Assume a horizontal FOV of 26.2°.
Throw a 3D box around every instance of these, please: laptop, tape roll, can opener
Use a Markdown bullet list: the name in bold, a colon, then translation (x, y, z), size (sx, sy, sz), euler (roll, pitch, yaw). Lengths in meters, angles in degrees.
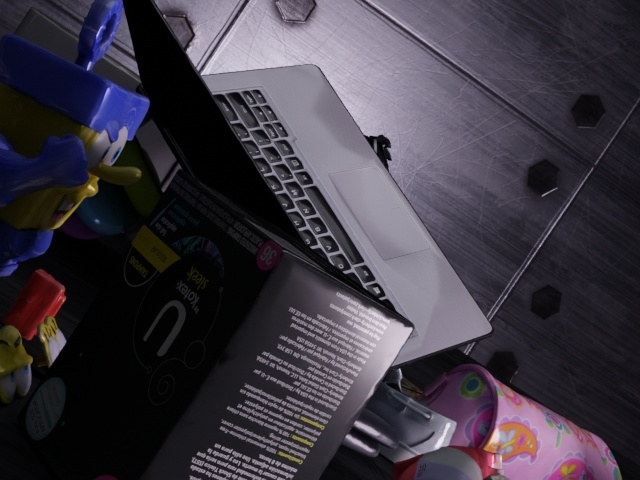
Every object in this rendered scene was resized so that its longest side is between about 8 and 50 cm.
- **laptop**: translation (0.000, -0.078, 1.319), size (0.408, 0.236, 0.382), euler (-13, 64, -44)
- **tape roll**: translation (-0.288, -0.143, 1.650), size (0.246, 0.169, 0.246), euler (34, 3, -2)
- **can opener**: translation (-0.003, 0.149, 1.219), size (0.059, 0.073, 0.186), euler (-15, -37, 38)

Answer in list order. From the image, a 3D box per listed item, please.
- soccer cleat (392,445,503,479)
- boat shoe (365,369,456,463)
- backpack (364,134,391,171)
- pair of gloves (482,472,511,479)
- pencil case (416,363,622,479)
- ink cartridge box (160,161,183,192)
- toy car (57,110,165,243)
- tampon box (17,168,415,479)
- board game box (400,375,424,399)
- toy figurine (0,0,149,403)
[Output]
- **soccer cleat**: translation (0.092, 0.213, 1.037), size (0.095, 0.083, 0.248), euler (-4, 7, 8)
- **boat shoe**: translation (0.055, 0.152, 1.403), size (0.227, 0.081, 0.079), euler (37, 4, 42)
- **backpack**: translation (0.000, 0.000, 1.752), size (0.191, 0.254, 0.225), euler (-1, -5, 1)
- **pair of gloves**: translation (0.213, 0.266, 0.925), size (0.240, 0.042, 0.204), euler (34, 24, -30)
- **pencil case**: translation (0.216, 0.229, 1.497), size (0.284, 0.124, 0.124), euler (30, 4, -44)
- **ink cartridge box**: translation (-0.161, -0.058, 1.759), size (0.092, 0.159, 0.218), euler (33, 3, -7)
- **toy car**: translation (-0.217, -0.057, 1.399), size (0.159, 0.136, 0.182), euler (66, -9, -15)
- **tampon box**: translation (-0.056, 0.069, 0.703), size (0.101, 0.161, 0.120), euler (31, 2, -39)
- **board game box**: translation (0.044, 0.156, 1.601), size (0.146, 0.045, 0.193), euler (35, 3, 28)
- **toy figurine**: translation (-0.188, -0.054, 0.729), size (0.191, 0.217, 0.362), euler (34, 2, 5)
